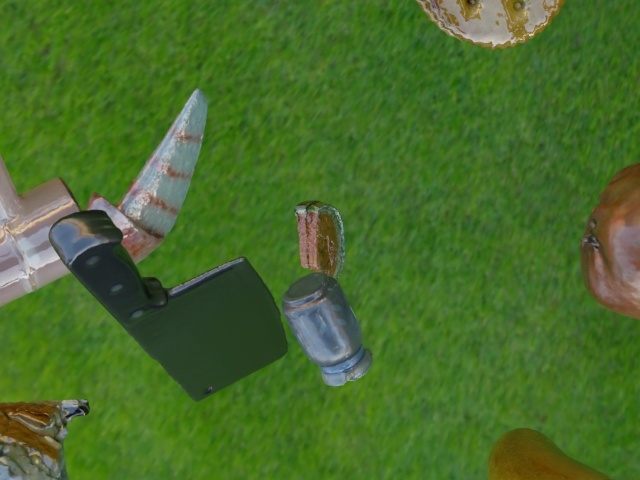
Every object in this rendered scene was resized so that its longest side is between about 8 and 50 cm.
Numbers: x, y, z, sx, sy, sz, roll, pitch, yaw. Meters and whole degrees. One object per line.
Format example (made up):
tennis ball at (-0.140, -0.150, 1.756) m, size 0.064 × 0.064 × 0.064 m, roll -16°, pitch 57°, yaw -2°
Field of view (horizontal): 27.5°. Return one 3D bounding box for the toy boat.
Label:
toy boat at (-0.236, -0.095, 1.918) m, size 0.096 × 0.206 × 0.282 m, roll 34°, pitch 95°, yaw 26°

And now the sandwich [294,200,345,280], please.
sandwich at (0.002, 0.001, 1.422) m, size 0.026 × 0.069 × 0.101 m, roll 4°, pitch 109°, yaw 32°

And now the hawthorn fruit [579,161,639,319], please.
hawthorn fruit at (0.309, 0.009, 1.134) m, size 0.189 × 0.149 × 0.149 m, roll 27°, pitch 131°, yaw -20°

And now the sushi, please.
sushi at (-0.343, 0.272, 1.315) m, size 0.184 × 0.139 × 0.274 m, roll 26°, pitch 92°, yaw 11°

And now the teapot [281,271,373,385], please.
teapot at (0.001, 0.067, 1.003) m, size 0.063 × 0.049 × 0.083 m, roll 14°, pitch 135°, yaw 56°

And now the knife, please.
knife at (-0.063, 0.031, 0.647) m, size 0.072 × 0.019 × 0.245 m, roll -28°, pitch 157°, yaw -1°

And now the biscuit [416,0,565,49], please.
biscuit at (0.209, -0.347, 1.602) m, size 0.220 × 0.066 × 0.221 m, roll -2°, pitch 99°, yaw -15°

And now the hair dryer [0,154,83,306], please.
hair dryer at (-0.379, -0.085, 1.370) m, size 0.189 × 0.107 × 0.344 m, roll -26°, pitch 121°, yaw -14°

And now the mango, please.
mango at (0.238, 0.257, 1.283) m, size 0.136 × 0.227 × 0.099 m, roll 10°, pitch 109°, yaw -29°
